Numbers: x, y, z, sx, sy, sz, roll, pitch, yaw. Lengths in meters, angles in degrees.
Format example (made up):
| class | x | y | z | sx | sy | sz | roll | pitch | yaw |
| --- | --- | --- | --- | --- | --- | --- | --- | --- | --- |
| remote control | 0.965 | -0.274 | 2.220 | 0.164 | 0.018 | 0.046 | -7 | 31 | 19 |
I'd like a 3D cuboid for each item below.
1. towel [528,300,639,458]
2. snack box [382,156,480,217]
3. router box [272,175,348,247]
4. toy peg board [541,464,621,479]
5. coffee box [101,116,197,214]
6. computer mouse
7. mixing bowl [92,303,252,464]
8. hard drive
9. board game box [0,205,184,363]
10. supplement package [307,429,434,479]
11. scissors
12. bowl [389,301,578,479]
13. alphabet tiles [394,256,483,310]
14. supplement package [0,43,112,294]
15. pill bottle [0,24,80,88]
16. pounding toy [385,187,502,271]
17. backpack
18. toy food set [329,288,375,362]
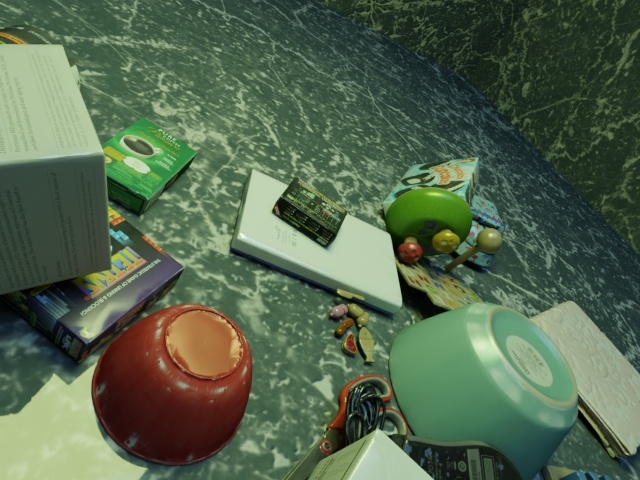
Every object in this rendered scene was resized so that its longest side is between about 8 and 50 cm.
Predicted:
| class | x | y | z | sx | sy | sz | roll | pitch | yaw |
| --- | --- | --- | --- | --- | --- | --- | --- | --- | --- |
| towel | 0.622 | 0.297 | 1.071 | 0.332 | 0.053 | 0.316 | -5 | 53 | -45 |
| snack box | 0.293 | -0.134 | 1.172 | 0.322 | 0.187 | 0.060 | -47 | 129 | -56 |
| router box | -0.017 | -0.053 | 0.838 | 0.123 | 0.038 | 0.092 | 35 | 35 | -4 |
| toy peg board | 0.467 | 0.440 | 0.734 | 0.161 | 0.079 | 0.160 | 22 | 37 | -23 |
| coffee box | -0.289 | -0.125 | 0.748 | 0.113 | 0.040 | 0.184 | 31 | 35 | -10 |
| computer mouse | 0.138 | 0.307 | 0.595 | 0.273 | 0.072 | 0.188 | 19 | 54 | -14 |
| mixing bowl | -0.146 | 0.139 | 0.515 | 0.182 | 0.098 | 0.181 | 23 | 37 | -19 |
| hard drive | 0.000 | 0.000 | 0.863 | 0.319 | 0.040 | 0.210 | 24 | 36 | -19 |
| board game box | -0.275 | 0.042 | 0.557 | 0.141 | 0.048 | 0.170 | 37 | 34 | 2 |
| supplement package | 0.067 | 0.345 | 0.390 | 0.262 | 0.145 | 0.204 | 41 | 47 | 7 |
| scissors | 0.010 | 0.251 | 0.599 | 0.297 | 0.021 | 0.108 | -4 | 54 | -43 |
| bowl | 0.285 | 0.223 | 0.753 | 0.312 | 0.163 | 0.311 | 25 | 35 | -19 |
| alphabet tiles | 0.259 | 0.102 | 0.955 | 0.237 | 0.009 | 0.198 | 24 | 18 | -20 |
| supplement package | -0.365 | -0.053 | 0.412 | 0.293 | 0.177 | 0.175 | -14 | 57 | -32 |
| pill bottle | -0.442 | -0.191 | 0.607 | 0.131 | 0.130 | 0.245 | 30 | 35 | -12 |
| pounding toy | 0.247 | 0.006 | 0.972 | 0.237 | 0.183 | 0.110 | 30 | 44 | -17 |
| backpack | 0.395 | -0.023 | 1.187 | 0.158 | 0.116 | 0.173 | 25 | 38 | -17 |
| toy food set | 0.049 | 0.142 | 0.762 | 0.078 | 0.019 | 0.122 | 20 | 45 | -23 |
